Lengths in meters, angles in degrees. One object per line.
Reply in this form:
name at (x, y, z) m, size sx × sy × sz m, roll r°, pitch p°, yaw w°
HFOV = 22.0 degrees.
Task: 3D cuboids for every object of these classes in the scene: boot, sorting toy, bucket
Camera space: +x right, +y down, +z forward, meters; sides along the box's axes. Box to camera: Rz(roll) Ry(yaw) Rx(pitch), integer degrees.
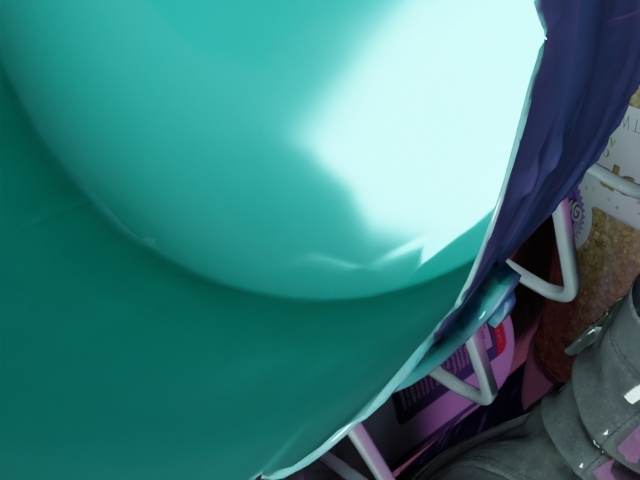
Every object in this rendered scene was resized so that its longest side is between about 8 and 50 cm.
boot at (0.122, 0.112, 0.819) m, size 0.223 × 0.118 × 0.338 m, roll -50°, pitch 179°, yaw 4°
sorting toy at (0.103, 0.055, 1.128) m, size 0.208 × 0.038 × 0.193 m, roll -41°, pitch 152°, yaw -39°
bucket at (-0.048, -0.077, 0.421) m, size 0.183 × 0.281 × 0.281 m, roll -23°, pitch 140°, yaw -62°

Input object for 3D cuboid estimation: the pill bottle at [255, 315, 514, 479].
pill bottle at (0.016, 0.078, 0.909) m, size 0.180 × 0.108 × 0.108 m, roll -29°, pitch 144°, yaw -44°

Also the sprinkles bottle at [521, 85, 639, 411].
sprinkles bottle at (0.211, -0.028, 1.053) m, size 0.121 × 0.121 × 0.355 m, roll -30°, pitch 136°, yaw -43°

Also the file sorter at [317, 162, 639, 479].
file sorter at (0.000, 0.000, 0.709) m, size 0.278 × 0.173 × 0.193 m, roll -49°, pitch 154°, yaw -13°
